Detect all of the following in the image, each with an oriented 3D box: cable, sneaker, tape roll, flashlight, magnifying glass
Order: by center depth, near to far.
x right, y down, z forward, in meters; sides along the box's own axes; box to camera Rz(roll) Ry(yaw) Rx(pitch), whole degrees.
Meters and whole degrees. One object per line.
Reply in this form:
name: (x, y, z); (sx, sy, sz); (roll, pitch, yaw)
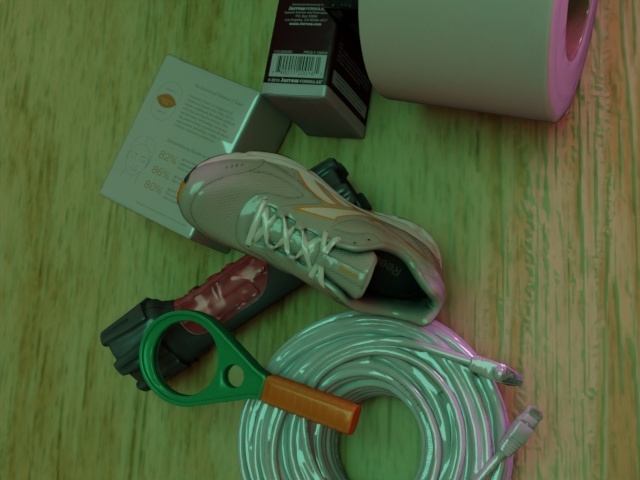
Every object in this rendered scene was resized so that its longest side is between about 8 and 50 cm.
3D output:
sneaker: (0.000, 0.000, 0.826); (0.262, 0.121, 0.099); (19, 107, -12)
tape roll: (0.157, -0.239, 0.855); (0.169, 0.246, 0.246); (11, 82, 22)
magnifying glass: (-0.071, 0.130, 0.877); (0.231, 0.026, 0.092); (17, 92, 24)
cable: (0.052, 0.191, 0.881); (0.257, 0.089, 0.257); (30, 90, 24)
flashlight: (-0.085, 0.037, 0.952); (0.304, 0.103, 0.103); (-32, 85, 7)

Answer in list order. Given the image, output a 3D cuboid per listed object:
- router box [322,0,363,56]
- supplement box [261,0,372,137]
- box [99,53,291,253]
router box: (0.064, -0.253, 0.926); (0.046, 0.179, 0.133); (7, 80, 23)
supplement box: (0.013, -0.241, 0.969); (0.073, 0.130, 0.239); (6, 79, 22)
box: (-0.133, -0.092, 1.009); (0.130, 0.091, 0.170); (26, 88, 23)
